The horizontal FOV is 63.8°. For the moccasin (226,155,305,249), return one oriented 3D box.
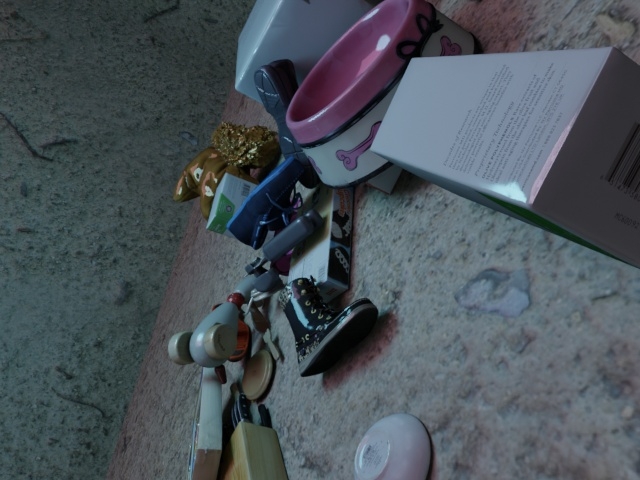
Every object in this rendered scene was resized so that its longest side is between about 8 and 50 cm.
[{"bbox_3d":[-0.112,-0.084,1.247,0.138,0.117,0.342,-47,4,-33],"label":"moccasin"}]

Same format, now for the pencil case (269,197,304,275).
[{"bbox_3d":[-0.080,-0.013,1.354,0.098,0.095,0.210,-28,45,35],"label":"pencil case"}]

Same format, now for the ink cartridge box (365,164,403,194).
[{"bbox_3d":[0.109,-0.180,1.108,0.116,0.067,0.198,-64,23,7],"label":"ink cartridge box"}]

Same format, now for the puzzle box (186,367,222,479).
[{"bbox_3d":[-0.284,0.497,1.235,0.409,0.052,0.273,-132,53,-74],"label":"puzzle box"}]

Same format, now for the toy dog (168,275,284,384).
[{"bbox_3d":[-0.225,0.238,1.340,0.333,0.161,0.220,-37,22,-34],"label":"toy dog"}]

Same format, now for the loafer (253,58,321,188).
[{"bbox_3d":[-0.049,-0.270,1.193,0.095,0.303,0.109,-37,27,-28],"label":"loafer"}]

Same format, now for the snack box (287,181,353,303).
[{"bbox_3d":[0.000,0.000,1.196,0.187,0.060,0.322,-41,35,47],"label":"snack box"}]

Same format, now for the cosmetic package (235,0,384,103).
[{"bbox_3d":[-0.007,-0.528,1.343,0.327,0.329,0.394,-53,26,28],"label":"cosmetic package"}]

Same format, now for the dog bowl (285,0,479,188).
[{"bbox_3d":[0.096,-0.306,1.019,0.408,0.150,0.408,-38,27,24],"label":"dog bowl"}]

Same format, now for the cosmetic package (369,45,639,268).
[{"bbox_3d":[0.232,-0.114,0.619,0.155,0.196,0.365,-65,21,8],"label":"cosmetic package"}]

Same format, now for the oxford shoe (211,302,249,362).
[{"bbox_3d":[-0.263,0.287,1.512,0.271,0.096,0.099,-126,35,-63],"label":"oxford shoe"}]

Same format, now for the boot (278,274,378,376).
[{"bbox_3d":[0.001,0.132,0.978,0.236,0.085,0.179,-53,48,39],"label":"boot"}]

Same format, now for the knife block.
[{"bbox_3d":[-0.137,0.435,1.069,0.275,0.088,0.242,-36,39,53],"label":"knife block"}]

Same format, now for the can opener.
[{"bbox_3d":[-0.084,0.035,1.204,0.283,0.095,0.076,-36,0,43],"label":"can opener"}]

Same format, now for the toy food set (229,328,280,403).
[{"bbox_3d":[-0.150,0.330,1.271,0.192,0.038,0.132,-57,31,10],"label":"toy food set"}]

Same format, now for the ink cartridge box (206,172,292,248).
[{"bbox_3d":[-0.206,-0.079,1.521,0.092,0.219,0.161,-43,32,50],"label":"ink cartridge box"}]

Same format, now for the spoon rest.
[{"bbox_3d":[0.066,0.371,0.721,0.277,0.084,0.137,-56,23,-8],"label":"spoon rest"}]

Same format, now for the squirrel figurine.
[{"bbox_3d":[-0.311,-0.246,1.852,0.370,0.280,0.398,28,97,61],"label":"squirrel figurine"}]
